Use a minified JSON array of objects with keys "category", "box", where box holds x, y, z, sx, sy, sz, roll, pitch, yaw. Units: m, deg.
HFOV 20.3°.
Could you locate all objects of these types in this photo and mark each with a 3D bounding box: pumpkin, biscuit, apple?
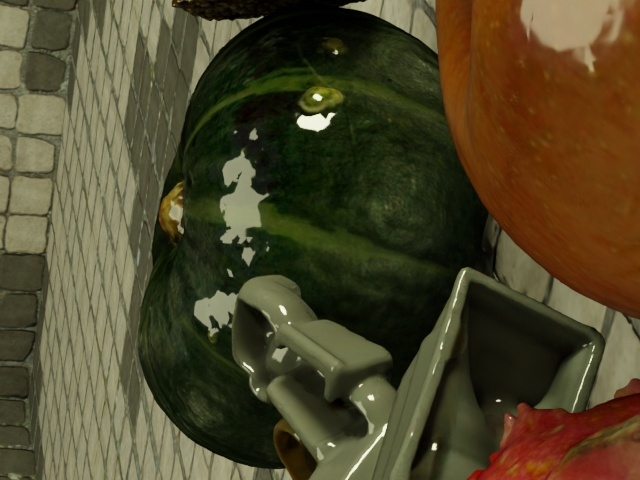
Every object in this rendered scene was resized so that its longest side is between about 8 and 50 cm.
[{"category":"pumpkin","box":[0.000,0.000,1.132,0.300,0.207,0.300,-164,90,-84]},{"category":"biscuit","box":[-0.025,-0.159,1.107,0.237,0.131,0.026,-30,-70,-83]},{"category":"apple","box":[0.140,-0.099,0.635,0.251,0.206,0.272,122,147,-66]}]

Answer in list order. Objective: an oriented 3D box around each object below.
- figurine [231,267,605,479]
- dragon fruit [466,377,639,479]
[{"category":"figurine","box":[0.056,0.163,0.907,0.285,0.167,0.342,130,136,-58]},{"category":"dragon fruit","box":[0.129,0.145,0.647,0.205,0.210,0.268,-58,22,28]}]
